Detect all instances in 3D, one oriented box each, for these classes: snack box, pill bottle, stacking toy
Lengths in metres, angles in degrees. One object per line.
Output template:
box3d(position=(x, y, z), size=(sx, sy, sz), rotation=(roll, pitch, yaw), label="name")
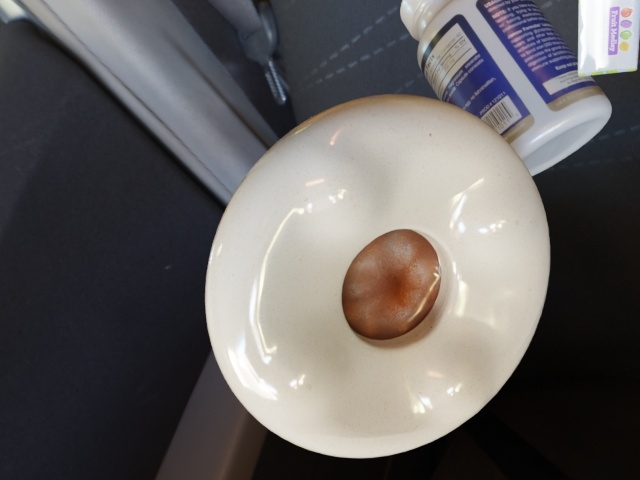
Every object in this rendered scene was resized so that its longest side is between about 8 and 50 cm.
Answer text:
box3d(position=(0.184, -0.189, 0.343), size=(0.037, 0.141, 0.100), rotation=(3, 38, 28), label="snack box")
box3d(position=(0.214, -0.215, 0.678), size=(0.153, 0.153, 0.265), rotation=(-34, 72, 22), label="pill bottle")
box3d(position=(0.000, 0.000, 0.698), size=(0.351, 0.350, 0.480), rotation=(-54, 25, -2), label="stacking toy")
